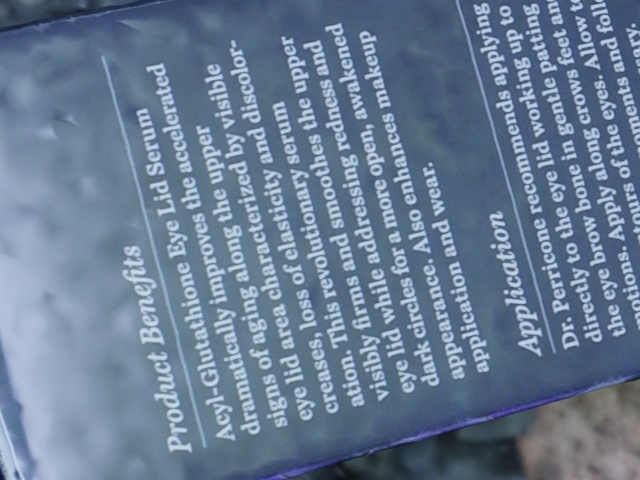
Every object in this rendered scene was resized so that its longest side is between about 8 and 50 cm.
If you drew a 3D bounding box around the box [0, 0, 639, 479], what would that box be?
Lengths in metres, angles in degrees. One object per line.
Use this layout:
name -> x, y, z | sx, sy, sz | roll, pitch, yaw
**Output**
box -> 0.000, 0.000, 0.493 | 0.207, 0.153, 0.108 | -14, 85, -17
